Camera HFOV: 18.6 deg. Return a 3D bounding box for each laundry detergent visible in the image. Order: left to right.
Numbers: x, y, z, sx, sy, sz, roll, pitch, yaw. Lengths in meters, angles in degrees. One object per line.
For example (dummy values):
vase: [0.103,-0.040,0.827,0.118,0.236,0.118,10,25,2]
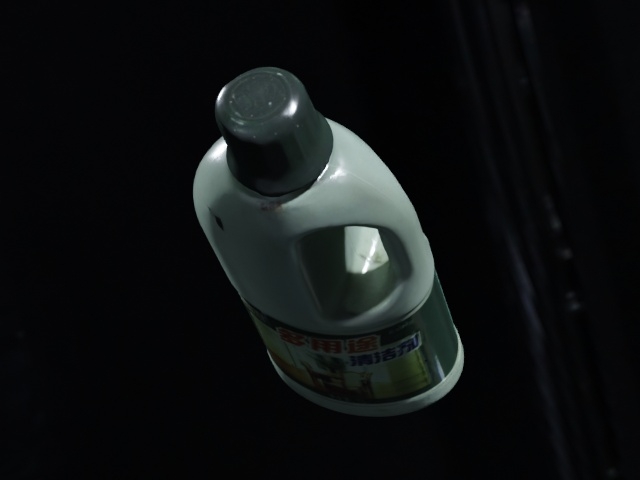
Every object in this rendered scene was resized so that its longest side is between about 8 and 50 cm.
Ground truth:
laundry detergent: [0.000,0.000,0.857,0.099,0.070,0.226,18,-25,22]
